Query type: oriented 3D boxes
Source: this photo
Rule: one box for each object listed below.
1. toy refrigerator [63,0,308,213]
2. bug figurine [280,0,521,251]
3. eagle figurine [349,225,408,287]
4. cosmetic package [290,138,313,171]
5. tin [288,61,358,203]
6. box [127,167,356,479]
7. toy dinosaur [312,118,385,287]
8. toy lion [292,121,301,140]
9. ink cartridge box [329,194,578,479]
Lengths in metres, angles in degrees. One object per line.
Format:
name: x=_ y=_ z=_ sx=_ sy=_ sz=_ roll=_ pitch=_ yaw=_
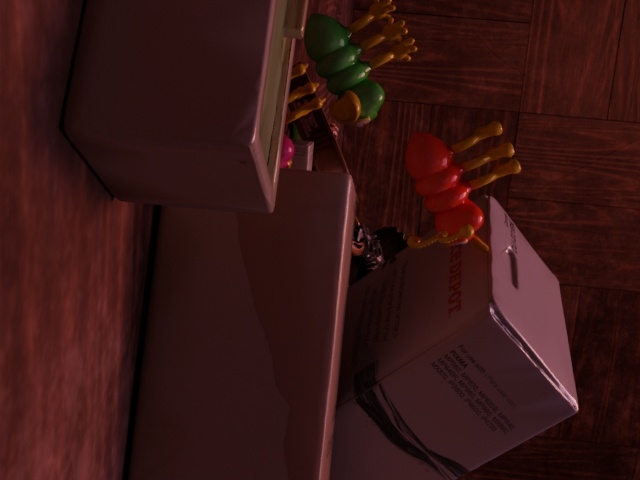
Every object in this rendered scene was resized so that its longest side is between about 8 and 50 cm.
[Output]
toy refrigerator: x=-0.049 y=-0.158 z=0.484 sx=0.102 sy=0.094 sz=0.270 roll=82 pitch=13 yaw=-73
bug figurine: x=0.014 y=-0.062 z=0.763 sx=0.072 sy=0.279 sz=0.216 roll=-33 pitch=98 yaw=-36
eagle figurine: x=0.044 y=0.120 z=1.392 sx=0.298 sy=0.225 sz=0.226 roll=73 pitch=11 yaw=-62
cosmetic package: x=-0.042 y=-0.052 z=1.027 sx=0.041 sy=0.060 sz=0.115 roll=-63 pitch=156 yaw=-76
tin: x=-0.004 y=-0.120 z=1.104 sx=0.106 sy=0.040 sz=0.190 roll=59 pitch=8 yaw=-64
box: x=-0.051 y=0.112 z=0.638 sx=0.148 sy=0.121 sz=0.311 roll=50 pitch=45 yaw=-85
toy dinosaur: x=0.000 y=0.000 z=1.179 sx=0.322 sy=0.164 sz=0.218 roll=-61 pitch=152 yaw=-17
toy lion: x=-0.030 y=-0.133 z=1.334 sx=0.100 sy=0.034 sz=0.096 roll=88 pitch=1 yaw=-62
ink cartridge box: x=0.067 y=0.110 z=0.795 sx=0.273 sy=0.114 sz=0.197 roll=-37 pitch=-163 yaw=24
